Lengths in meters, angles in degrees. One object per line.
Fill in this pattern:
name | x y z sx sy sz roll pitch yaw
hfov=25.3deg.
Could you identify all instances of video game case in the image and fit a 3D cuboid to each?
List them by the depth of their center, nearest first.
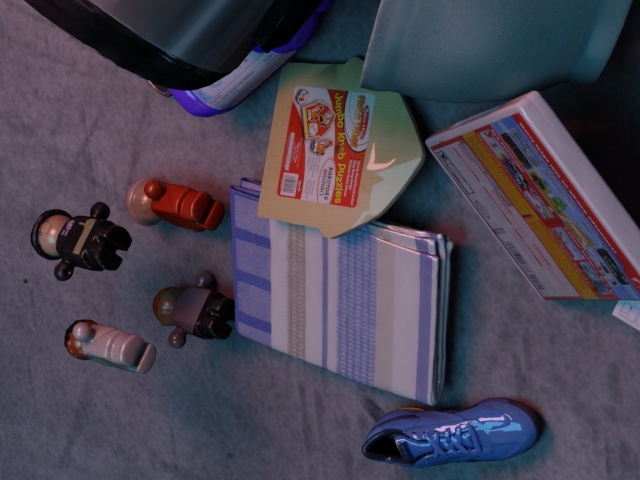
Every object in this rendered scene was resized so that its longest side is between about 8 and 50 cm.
video game case | 0.199 -0.030 1.295 0.204 0.025 0.285 53 170 -5

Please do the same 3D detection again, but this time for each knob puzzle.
knob puzzle | 0.031 -0.096 1.504 0.213 0.030 0.213 -4 82 34

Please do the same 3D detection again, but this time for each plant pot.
plant pot | 0.170 -0.242 1.219 0.196 0.293 0.293 17 122 2

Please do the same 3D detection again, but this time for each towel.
towel | 0.019 0.053 1.573 0.285 0.034 0.209 17 120 32

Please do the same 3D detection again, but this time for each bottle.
bottle | -0.063 -0.242 1.500 0.283 0.092 0.118 -35 83 42

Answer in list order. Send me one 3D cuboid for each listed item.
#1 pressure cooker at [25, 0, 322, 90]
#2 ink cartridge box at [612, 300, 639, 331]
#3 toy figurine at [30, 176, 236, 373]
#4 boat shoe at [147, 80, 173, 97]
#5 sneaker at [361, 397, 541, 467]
pressure cooker | -0.101 -0.387 1.239 0.420 0.375 0.370 -47 62 15
ink cartridge box | 0.377 0.086 1.286 0.207 0.097 0.046 33 126 24
toy figurine | -0.216 0.041 1.666 0.148 0.213 0.209 10 117 46
boat shoe | -0.210 -0.218 1.664 0.046 0.038 0.125 -32 87 42
sneaker | 0.138 0.217 1.544 0.209 0.082 0.069 -9 101 39
